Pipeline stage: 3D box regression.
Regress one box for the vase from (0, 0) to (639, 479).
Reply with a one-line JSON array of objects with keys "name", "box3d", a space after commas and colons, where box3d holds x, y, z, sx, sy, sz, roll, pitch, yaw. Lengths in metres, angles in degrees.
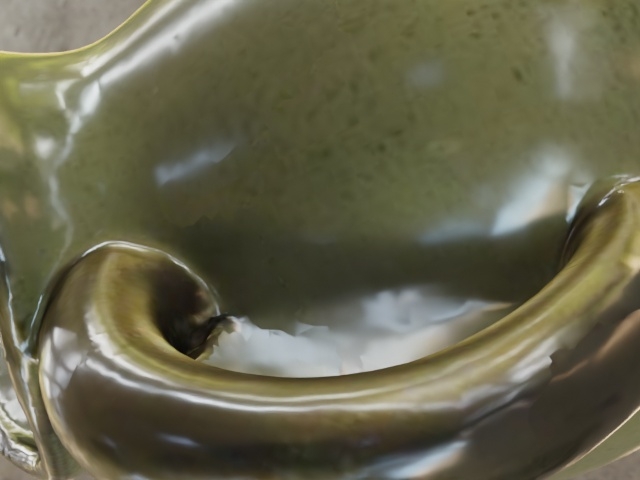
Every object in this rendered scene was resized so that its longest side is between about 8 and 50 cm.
[{"name": "vase", "box3d": [0.000, 0.000, 0.510, 0.329, 0.302, 0.241, -109, 10, -68]}]
